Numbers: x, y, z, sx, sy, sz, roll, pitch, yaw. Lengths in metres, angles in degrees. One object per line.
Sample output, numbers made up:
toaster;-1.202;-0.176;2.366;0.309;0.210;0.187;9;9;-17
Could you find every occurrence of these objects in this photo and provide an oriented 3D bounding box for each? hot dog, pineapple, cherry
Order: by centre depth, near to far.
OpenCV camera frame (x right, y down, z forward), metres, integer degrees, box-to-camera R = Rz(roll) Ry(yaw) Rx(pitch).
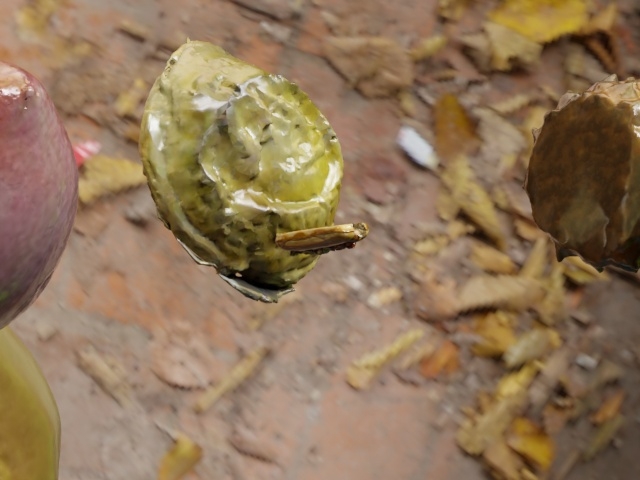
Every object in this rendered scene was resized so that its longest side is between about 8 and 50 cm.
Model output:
pineapple;0.241;-0.038;1.107;0.277;0.119;0.130;-8;98;-44
cherry;-0.282;-0.028;1.297;0.239;0.239;0.206;45;69;-28
hot dog;0.000;0.000;1.384;0.037;0.083;0.021;-5;87;-43

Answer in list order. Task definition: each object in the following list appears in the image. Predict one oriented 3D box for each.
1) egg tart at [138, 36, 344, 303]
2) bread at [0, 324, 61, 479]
egg tart;-0.056;-0.071;1.667;0.232;0.098;0.252;-35;105;-48
bread;-0.433;0.171;1.744;0.348;0.253;0.376;-64;146;-30
